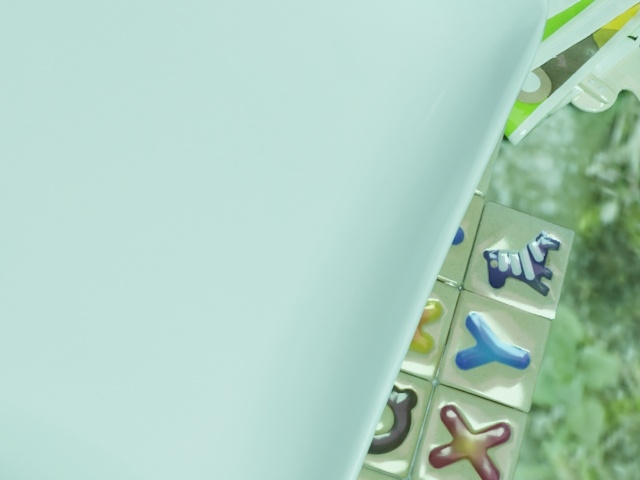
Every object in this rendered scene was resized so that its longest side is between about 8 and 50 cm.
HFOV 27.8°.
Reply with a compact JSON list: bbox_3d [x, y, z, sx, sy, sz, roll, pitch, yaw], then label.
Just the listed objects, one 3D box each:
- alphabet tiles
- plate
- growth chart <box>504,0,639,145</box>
[{"bbox_3d":[0.000,0.000,0.505,0.198,0.009,0.237,20,73,-6],"label":"alphabet tiles"},{"bbox_3d":[-0.087,-0.036,0.467,0.278,0.045,0.277,26,72,-4],"label":"plate"},{"bbox_3d":[0.082,-0.126,0.578,0.237,0.021,0.172,-26,82,-22],"label":"growth chart"}]
